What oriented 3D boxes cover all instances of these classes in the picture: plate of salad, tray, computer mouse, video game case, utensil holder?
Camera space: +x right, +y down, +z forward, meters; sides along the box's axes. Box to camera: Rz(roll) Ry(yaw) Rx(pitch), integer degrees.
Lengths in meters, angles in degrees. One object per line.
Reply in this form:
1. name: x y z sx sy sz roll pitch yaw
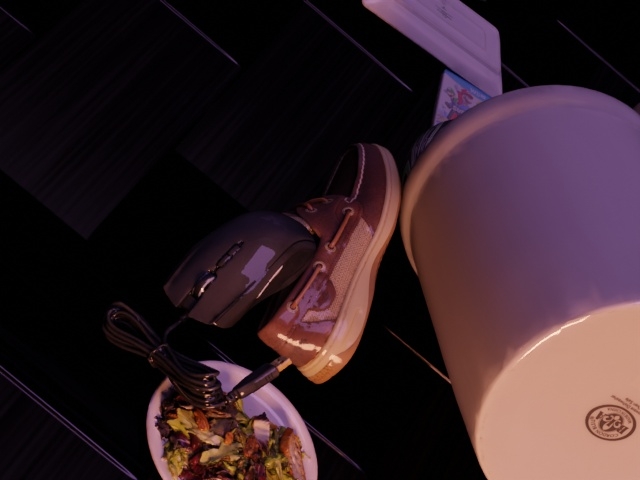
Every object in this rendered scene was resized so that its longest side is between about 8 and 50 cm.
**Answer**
1. plate of salad: -0.084 0.206 1.571 0.200 0.048 0.200 20 47 -24
2. tray: 0.168 -0.316 2.171 0.270 0.030 0.145 32 41 -28
3. computer mouse: -0.081 0.059 1.596 0.262 0.060 0.184 -33 58 -30
4. video game case: 0.206 -0.152 2.112 0.119 0.015 0.166 29 43 -15
5. utensil holder: 0.275 0.068 1.671 0.328 0.327 0.385 22 31 -22

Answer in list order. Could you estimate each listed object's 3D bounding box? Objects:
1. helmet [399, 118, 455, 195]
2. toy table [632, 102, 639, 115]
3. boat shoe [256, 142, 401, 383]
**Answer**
1. helmet: 0.175 -0.068 1.910 0.161 0.169 0.169 58 41 -9
2. toy table: 0.382 -0.065 2.071 0.252 0.161 0.274 23 47 -21
3. boat shoe: 0.000 0.000 1.755 0.123 0.123 0.342 30 50 -17
